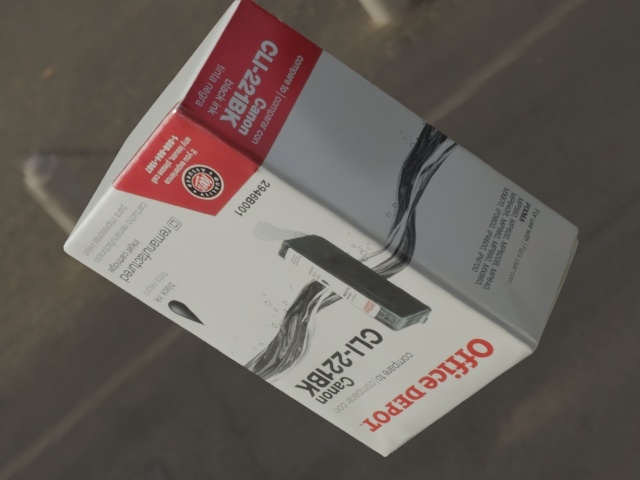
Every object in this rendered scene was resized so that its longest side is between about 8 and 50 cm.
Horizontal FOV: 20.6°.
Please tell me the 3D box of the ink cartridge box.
[{"bbox_3d":[0.000,0.000,1.154,0.197,0.273,0.114,-44,17,50],"label":"ink cartridge box"}]
